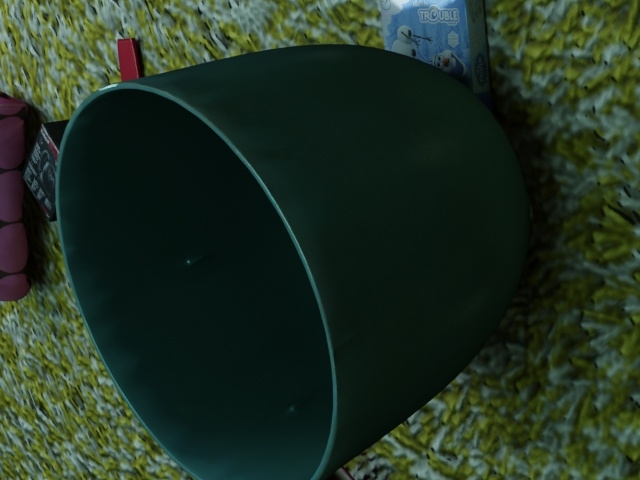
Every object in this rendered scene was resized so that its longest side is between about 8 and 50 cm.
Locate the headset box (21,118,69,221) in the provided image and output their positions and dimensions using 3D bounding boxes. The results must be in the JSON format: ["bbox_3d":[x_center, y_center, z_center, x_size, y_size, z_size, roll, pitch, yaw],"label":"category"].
[{"bbox_3d":[-0.245,-0.068,1.717,0.062,0.032,0.083,55,137,24],"label":"headset box"}]

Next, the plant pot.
[{"bbox_3d":[0.000,0.000,1.240,0.293,0.235,0.293,30,131,40],"label":"plant pot"}]

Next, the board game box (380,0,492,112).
[{"bbox_3d":[0.081,-0.135,1.287,0.090,0.020,0.090,7,106,51],"label":"board game box"}]

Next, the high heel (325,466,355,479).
[{"bbox_3d":[0.066,0.317,1.352,0.377,0.127,0.181,38,140,44],"label":"high heel"}]

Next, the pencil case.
[{"bbox_3d":[-0.328,-0.048,1.789,0.098,0.095,0.209,-85,0,-70],"label":"pencil case"}]

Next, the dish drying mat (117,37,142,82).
[{"bbox_3d":[-0.166,-0.137,1.614,0.032,0.008,0.083,4,105,52],"label":"dish drying mat"}]
